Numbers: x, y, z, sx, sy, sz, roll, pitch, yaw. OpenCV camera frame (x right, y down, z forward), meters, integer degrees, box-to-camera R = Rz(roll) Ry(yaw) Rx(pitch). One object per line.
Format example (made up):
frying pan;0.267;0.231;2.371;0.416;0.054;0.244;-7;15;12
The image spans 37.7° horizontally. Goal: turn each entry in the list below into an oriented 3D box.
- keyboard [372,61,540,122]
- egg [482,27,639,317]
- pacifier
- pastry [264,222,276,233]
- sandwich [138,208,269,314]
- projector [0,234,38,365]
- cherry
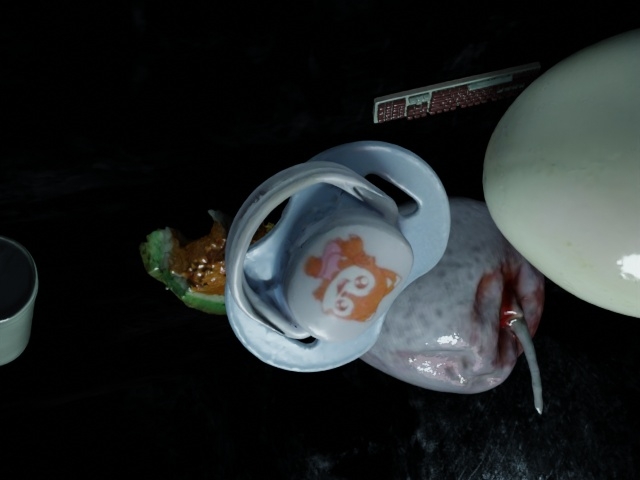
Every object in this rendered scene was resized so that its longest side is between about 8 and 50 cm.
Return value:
keyboard;0.134;-0.143;0.929;0.166;0.017;0.055;-13;169;-2
egg;0.326;-0.064;0.885;0.345;0.283;0.283;1;169;2
pacifier;0.000;0.000;1.112;0.299;0.244;0.233;-53;-159;9
pastry;-0.047;0.009;1.306;0.140;0.080;0.056;-19;178;27
sandwich;-0.130;0.019;1.231;0.160;0.109;0.185;-38;159;16
projector;-0.415;0.083;1.179;0.108;0.108;0.337;-9;168;-21
cherry;0.157;0.081;1.365;0.335;0.291;0.326;-1;-171;12
